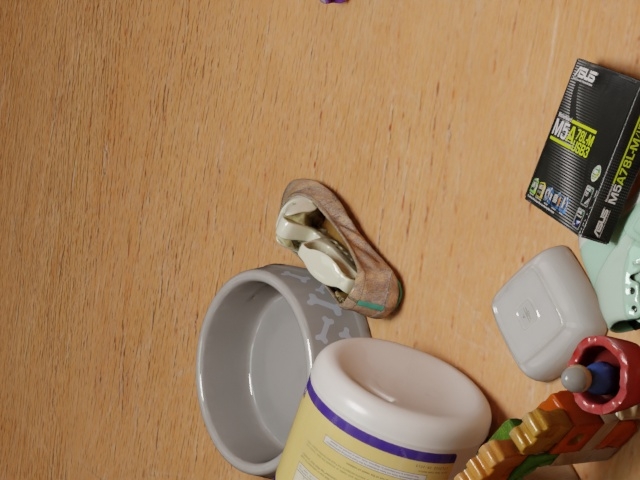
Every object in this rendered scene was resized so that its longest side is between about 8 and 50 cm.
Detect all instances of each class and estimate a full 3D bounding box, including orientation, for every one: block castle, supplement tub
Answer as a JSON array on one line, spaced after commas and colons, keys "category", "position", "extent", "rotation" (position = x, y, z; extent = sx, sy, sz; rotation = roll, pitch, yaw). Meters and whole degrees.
[{"category": "block castle", "position": [0.290, 0.342, 1.558], "extent": [0.453, 0.212, 0.303], "rotation": [-57, 47, 33]}, {"category": "supplement tub", "position": [0.061, 0.320, 1.829], "extent": [0.241, 0.241, 0.331], "rotation": [40, 118, 45]}]

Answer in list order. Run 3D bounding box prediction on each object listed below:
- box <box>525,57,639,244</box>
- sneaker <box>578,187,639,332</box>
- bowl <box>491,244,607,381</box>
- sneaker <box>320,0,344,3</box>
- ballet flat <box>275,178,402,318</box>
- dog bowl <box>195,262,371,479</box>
[{"category": "box", "position": [0.314, -0.107, 1.616], "extent": [0.191, 0.045, 0.184], "rotation": [-125, 52, -70]}, {"category": "sneaker", "position": [0.390, 0.011, 1.540], "extent": [0.256, 0.094, 0.151], "rotation": [-47, 47, 52]}, {"category": "bowl", "position": [0.271, 0.092, 1.725], "extent": [0.142, 0.053, 0.142], "rotation": [-49, 53, 40]}, {"category": "sneaker", "position": [0.051, -0.421, 2.013], "extent": [0.236, 0.095, 0.105], "rotation": [-39, 65, 49]}, {"category": "ballet flat", "position": [0.000, 0.000, 2.034], "extent": [0.316, 0.106, 0.108], "rotation": [44, 121, 44]}, {"category": "dog bowl", "position": [-0.067, 0.197, 2.114], "extent": [0.348, 0.102, 0.349], "rotation": [-6, 83, 52]}]
